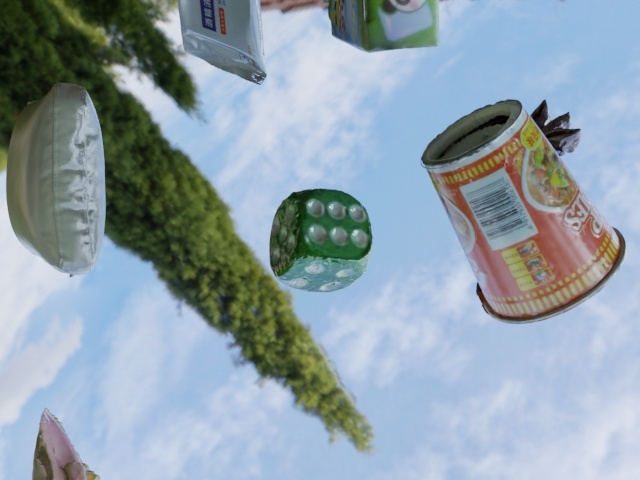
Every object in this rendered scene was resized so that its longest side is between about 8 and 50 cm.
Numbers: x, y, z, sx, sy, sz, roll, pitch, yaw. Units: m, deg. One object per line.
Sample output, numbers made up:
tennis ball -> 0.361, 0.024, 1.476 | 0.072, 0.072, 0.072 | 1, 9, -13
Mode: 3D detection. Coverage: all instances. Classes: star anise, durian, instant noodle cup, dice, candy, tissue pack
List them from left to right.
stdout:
durian -> -0.260, 0.267, 0.881 | 0.140, 0.078, 0.224 | 111, -29, -45
tissue pack -> -0.113, -0.273, 0.946 | 0.123, 0.193, 0.026 | 22, -132, 21
dice -> 0.000, 0.000, 1.303 | 0.120, 0.128, 0.131 | 135, -41, -53
candy -> 0.047, -0.213, 0.710 | 0.062, 0.097, 0.194 | -5, -162, -5
instant noodle cup -> 0.222, -0.041, 0.988 | 0.193, 0.212, 0.193 | -31, -160, 12
star anise -> 0.411, -0.185, 1.713 | 0.262, 0.081, 0.230 | -1, -116, 43

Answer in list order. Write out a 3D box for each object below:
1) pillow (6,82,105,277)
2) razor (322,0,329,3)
pillow -> -0.381, -0.086, 1.213 | 0.322, 0.120, 0.255 | -169, -101, -64
razor -> -0.036, -0.374, 1.214 | 0.135, 0.068, 0.040 | -6, -162, -30
